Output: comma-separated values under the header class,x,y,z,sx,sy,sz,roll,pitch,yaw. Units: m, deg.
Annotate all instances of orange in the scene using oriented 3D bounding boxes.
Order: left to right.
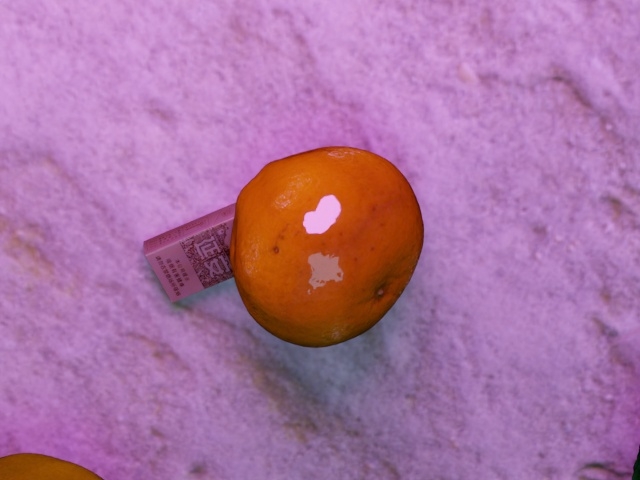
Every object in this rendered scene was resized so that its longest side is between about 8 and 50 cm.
class,x,y,z,sx,sy,sz,roll,pitch,yaw
orange,0.000,0.000,1.418,0.159,0.136,0.159,-38,152,-25

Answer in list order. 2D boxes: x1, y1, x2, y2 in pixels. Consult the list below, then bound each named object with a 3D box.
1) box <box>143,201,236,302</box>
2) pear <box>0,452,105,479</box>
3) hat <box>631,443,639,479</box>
class,x,y,z,sx,sy,sz,roll,pitch,yaw
box,-0.091,0.010,1.481,0.083,0.024,0.053,-23,124,8
pear,-0.232,0.262,1.528,0.198,0.198,0.198,-4,124,-7
hat,0.355,0.284,1.608,0.274,0.242,0.332,27,118,-12
